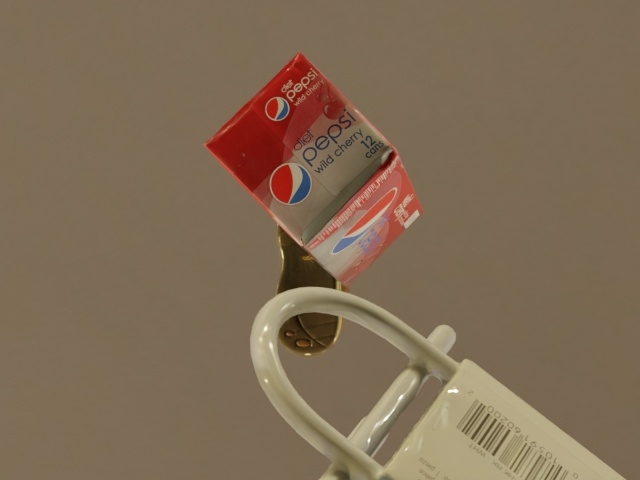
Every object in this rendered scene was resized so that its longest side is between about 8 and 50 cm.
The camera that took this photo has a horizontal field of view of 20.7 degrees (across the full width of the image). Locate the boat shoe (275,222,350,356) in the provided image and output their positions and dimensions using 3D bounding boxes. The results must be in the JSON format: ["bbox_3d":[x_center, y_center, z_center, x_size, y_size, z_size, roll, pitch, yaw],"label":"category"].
[{"bbox_3d":[0.000,0.000,1.365,0.064,0.060,0.178,8,-87,11],"label":"boat shoe"}]

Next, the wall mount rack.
[{"bbox_3d":[0.067,0.193,0.795,0.350,0.130,0.304,38,-144,5],"label":"wall mount rack"}]

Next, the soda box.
[{"bbox_3d":[0.003,-0.039,1.155,0.083,0.263,0.092,-44,-99,-1],"label":"soda box"}]
